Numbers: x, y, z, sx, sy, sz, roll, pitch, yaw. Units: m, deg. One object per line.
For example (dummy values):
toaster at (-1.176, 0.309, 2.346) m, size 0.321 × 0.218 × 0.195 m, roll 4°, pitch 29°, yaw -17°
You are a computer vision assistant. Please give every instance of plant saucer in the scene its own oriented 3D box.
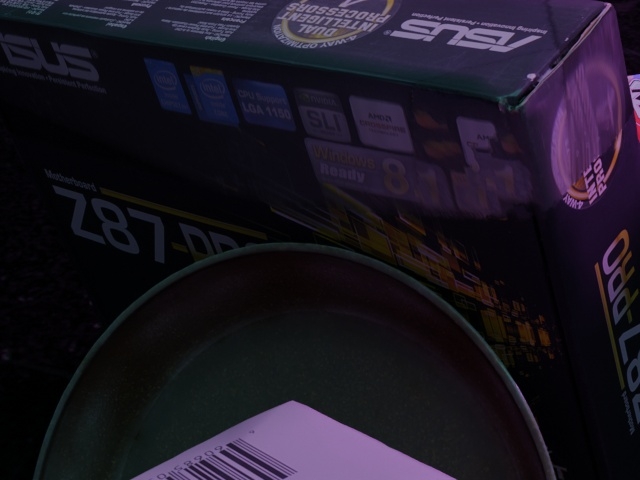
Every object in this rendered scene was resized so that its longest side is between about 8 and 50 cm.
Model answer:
plant saucer at (-0.016, 0.157, 0.684) m, size 0.311 × 0.310 × 0.050 m, roll 21°, pitch 4°, yaw 31°

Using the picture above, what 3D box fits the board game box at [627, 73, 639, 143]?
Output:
board game box at (0.207, 0.019, 0.942) m, size 0.213 × 0.046 × 0.317 m, roll -10°, pitch 52°, yaw -7°

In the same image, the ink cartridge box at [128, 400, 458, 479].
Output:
ink cartridge box at (0.043, 0.240, 0.423) m, size 0.130 × 0.309 × 0.272 m, roll -23°, pitch 19°, yaw -25°

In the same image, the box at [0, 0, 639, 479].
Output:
box at (0.000, 0.000, 0.777) m, size 0.395 × 0.318 × 0.097 m, roll 15°, pitch 47°, yaw 38°
